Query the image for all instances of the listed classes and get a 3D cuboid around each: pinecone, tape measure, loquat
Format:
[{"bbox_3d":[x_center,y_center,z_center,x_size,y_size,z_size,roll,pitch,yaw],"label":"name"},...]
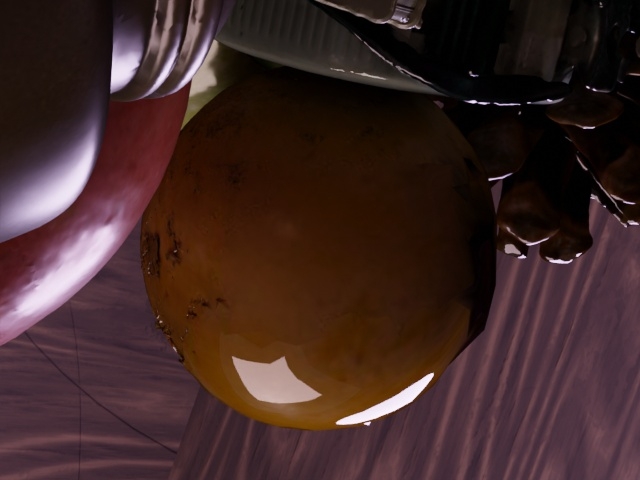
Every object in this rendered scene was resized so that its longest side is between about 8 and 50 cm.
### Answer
[{"bbox_3d":[0.164,-0.085,1.341,0.202,0.201,0.229,41,-142,25],"label":"pinecone"},{"bbox_3d":[0.047,-0.151,1.136,0.235,0.115,0.207,19,-170,29],"label":"tape measure"},{"bbox_3d":[0.000,0.000,1.198,0.235,0.235,0.235,19,-174,-2],"label":"loquat"}]

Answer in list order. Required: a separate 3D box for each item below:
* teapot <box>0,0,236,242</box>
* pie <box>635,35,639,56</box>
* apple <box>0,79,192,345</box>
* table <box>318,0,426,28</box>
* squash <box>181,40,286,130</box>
[{"bbox_3d":[-0.085,-0.094,0.403,0.175,0.186,0.267,-19,171,-23],"label":"teapot"},{"bbox_3d":[0.305,-0.092,1.165,0.185,0.052,0.218,13,-170,-22],"label":"pie"},{"bbox_3d":[-0.244,-0.108,0.963,0.364,0.364,0.364,19,-174,-2],"label":"apple"},{"bbox_3d":[0.027,-0.146,0.895,0.062,0.079,0.083,23,-172,12],"label":"table"},{"bbox_3d":[-0.075,-0.187,1.306,0.220,0.220,0.133,16,147,-33],"label":"squash"}]
